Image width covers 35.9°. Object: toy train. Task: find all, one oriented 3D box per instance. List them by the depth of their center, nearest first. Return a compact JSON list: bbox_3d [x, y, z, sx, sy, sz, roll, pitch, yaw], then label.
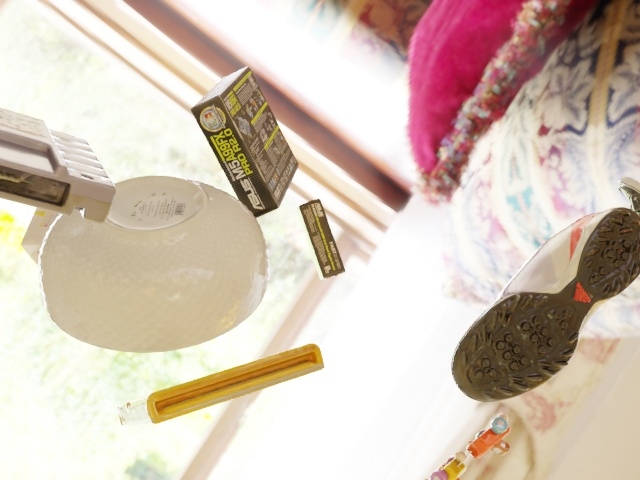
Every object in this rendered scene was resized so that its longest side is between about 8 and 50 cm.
[{"bbox_3d":[0.171,0.276,1.182,0.046,0.125,0.166,49,146,15],"label":"toy train"}]

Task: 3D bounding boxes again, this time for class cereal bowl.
[{"bbox_3d":[-0.241,0.003,1.424,0.339,0.339,0.141,23,129,31],"label":"cereal bowl"}]

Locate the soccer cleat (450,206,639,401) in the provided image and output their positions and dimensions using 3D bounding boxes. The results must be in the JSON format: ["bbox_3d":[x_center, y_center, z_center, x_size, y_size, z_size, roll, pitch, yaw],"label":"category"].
[{"bbox_3d":[0.255,0.076,1.155,0.108,0.318,0.116,54,156,-9],"label":"soccer cleat"}]

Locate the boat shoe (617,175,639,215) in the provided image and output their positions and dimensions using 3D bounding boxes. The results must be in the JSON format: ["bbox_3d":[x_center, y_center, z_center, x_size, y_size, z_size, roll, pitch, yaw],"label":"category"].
[{"bbox_3d":[0.480,-0.049,1.458,0.049,0.040,0.142,41,-173,-39],"label":"boat shoe"}]

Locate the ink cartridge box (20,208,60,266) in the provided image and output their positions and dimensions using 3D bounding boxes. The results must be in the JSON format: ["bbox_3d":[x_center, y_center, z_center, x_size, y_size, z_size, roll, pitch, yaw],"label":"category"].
[{"bbox_3d":[-0.448,-0.009,1.725,0.090,0.143,0.092,0,145,18],"label":"ink cartridge box"}]

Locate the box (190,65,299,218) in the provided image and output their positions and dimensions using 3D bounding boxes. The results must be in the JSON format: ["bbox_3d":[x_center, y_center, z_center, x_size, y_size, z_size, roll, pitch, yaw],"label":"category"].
[{"bbox_3d":[-0.126,-0.179,1.751,0.216,0.060,0.270,62,-165,-16],"label":"box"}]

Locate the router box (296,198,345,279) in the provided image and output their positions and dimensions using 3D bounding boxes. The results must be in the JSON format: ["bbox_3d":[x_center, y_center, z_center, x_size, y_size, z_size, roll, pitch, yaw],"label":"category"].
[{"bbox_3d":[0.000,0.000,1.546,0.092,0.038,0.122,131,119,-85],"label":"router box"}]

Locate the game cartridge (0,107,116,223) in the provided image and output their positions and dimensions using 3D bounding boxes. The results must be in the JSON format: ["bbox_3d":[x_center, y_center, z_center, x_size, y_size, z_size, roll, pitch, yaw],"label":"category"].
[{"bbox_3d":[-0.418,-0.119,1.095,0.355,0.068,0.230,15,-162,-27],"label":"game cartridge"}]

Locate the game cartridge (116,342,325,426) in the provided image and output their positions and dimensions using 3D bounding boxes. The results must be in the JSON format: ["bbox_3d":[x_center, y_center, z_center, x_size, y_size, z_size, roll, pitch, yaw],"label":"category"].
[{"bbox_3d":[-0.176,0.241,1.628,0.324,0.286,0.052,-26,80,67],"label":"game cartridge"}]
